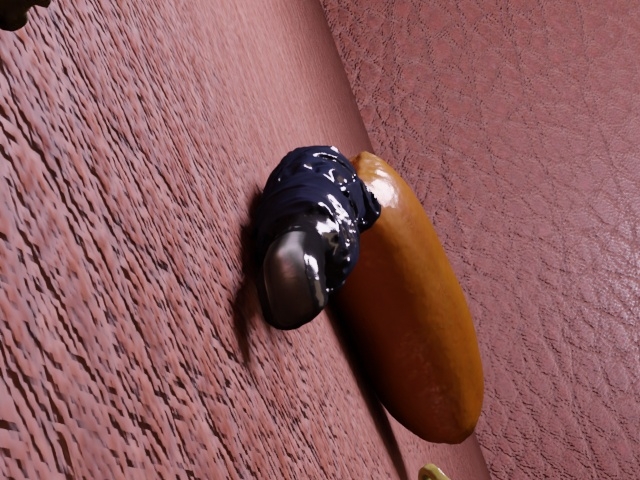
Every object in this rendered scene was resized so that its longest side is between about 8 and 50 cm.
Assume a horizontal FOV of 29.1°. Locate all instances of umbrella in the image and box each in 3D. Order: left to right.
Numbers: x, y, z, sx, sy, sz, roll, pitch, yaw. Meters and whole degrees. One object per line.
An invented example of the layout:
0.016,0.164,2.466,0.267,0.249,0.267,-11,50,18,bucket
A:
-0.002,-0.008,0.619,0.248,0.071,0.070,-79,148,-81,umbrella

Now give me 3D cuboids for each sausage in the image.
0.059,0.047,0.881,0.098,0.098,0.238,-100,166,-60,sausage

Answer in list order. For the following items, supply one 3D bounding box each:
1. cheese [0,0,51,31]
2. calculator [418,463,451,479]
-0.082,-0.104,0.316,0.060,0.041,0.084,-96,166,-61,cheese
0.083,0.205,0.507,0.157,0.033,0.236,-28,-98,60,calculator
